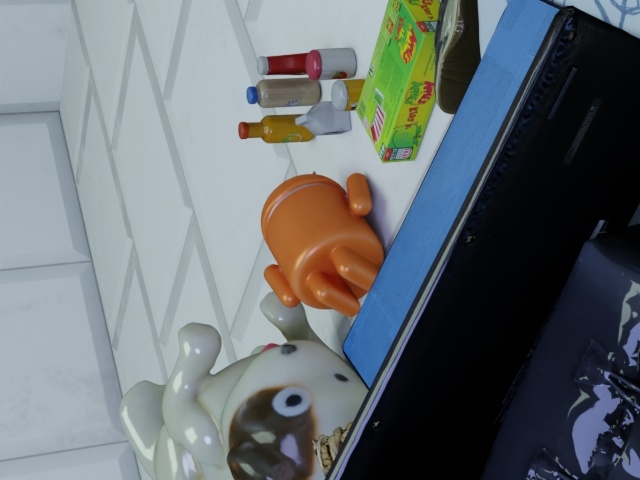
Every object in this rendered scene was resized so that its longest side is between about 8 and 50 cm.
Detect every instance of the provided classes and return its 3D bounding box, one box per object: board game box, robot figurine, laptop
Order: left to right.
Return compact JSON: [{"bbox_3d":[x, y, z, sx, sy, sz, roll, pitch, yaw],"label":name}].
[{"bbox_3d":[0.002,-0.001,1.458,0.219,0.128,0.158,-122,31,-47],"label":"robot figurine"},{"bbox_3d":[0.093,-0.184,1.286,0.181,0.043,0.092,106,149,-45],"label":"board game box"},{"bbox_3d":[0.077,-0.003,0.853,0.236,0.408,0.382,32,107,28],"label":"laptop"}]

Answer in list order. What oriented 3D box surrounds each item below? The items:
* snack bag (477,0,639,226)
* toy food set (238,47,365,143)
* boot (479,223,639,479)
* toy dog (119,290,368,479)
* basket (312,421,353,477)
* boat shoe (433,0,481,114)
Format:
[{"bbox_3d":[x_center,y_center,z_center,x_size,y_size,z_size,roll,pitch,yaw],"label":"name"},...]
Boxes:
[{"bbox_3d":[0.224,-0.130,0.976,0.323,0.037,0.342,-167,72,-68],"label":"snack bag"},{"bbox_3d":[-0.030,-0.190,1.514,0.232,0.104,0.111,173,91,-69],"label":"toy food set"},{"bbox_3d":[0.266,0.256,0.794,0.445,0.367,0.146,-67,-13,14],"label":"boot"},{"bbox_3d":[-0.068,0.266,1.500,0.408,0.284,0.395,137,124,-62],"label":"toy dog"},{"bbox_3d":[0.158,0.313,1.183,0.213,0.223,0.299,57,-171,-55],"label":"basket"},{"bbox_3d":[0.141,-0.203,1.154,0.049,0.056,0.152,-132,51,-64],"label":"boat shoe"}]
